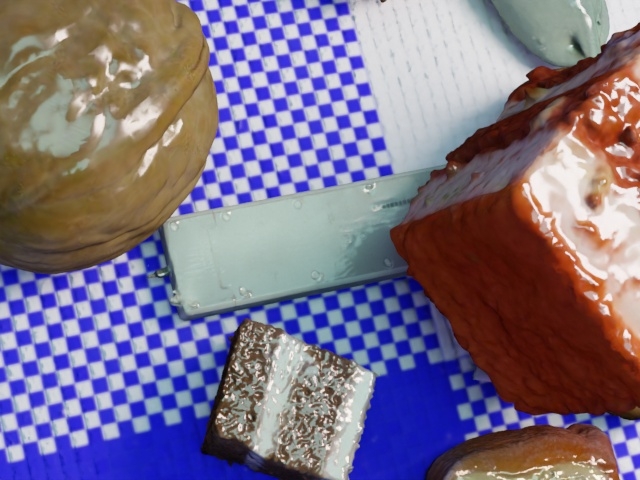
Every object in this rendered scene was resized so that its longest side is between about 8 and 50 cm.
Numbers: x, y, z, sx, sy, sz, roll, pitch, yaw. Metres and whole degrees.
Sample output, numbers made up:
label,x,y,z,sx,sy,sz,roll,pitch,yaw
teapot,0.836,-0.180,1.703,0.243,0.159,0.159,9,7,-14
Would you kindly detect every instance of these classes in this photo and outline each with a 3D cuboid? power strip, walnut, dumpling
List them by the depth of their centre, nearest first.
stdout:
label,x,y,z,sx,sy,sz,roll,pitch,yaw
walnut,-0.236,-0.125,1.406,0.277,0.252,0.313,43,62,0
power strip,0.000,0.000,1.534,0.367,0.043,0.106,-11,79,-15
dumpling,0.259,-0.285,1.626,0.149,0.105,0.216,-32,85,-17

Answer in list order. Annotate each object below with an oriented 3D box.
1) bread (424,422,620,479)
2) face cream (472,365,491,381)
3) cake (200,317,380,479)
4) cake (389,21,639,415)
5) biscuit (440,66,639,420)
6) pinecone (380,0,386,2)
label,x,y,z,sx,sy,sz,roll,pitch,yaw
bread,0.188,0.281,1.467,0.244,0.123,0.190,-8,80,-12
face cream,0.215,0.143,1.558,0.115,0.020,0.038,18,74,-6
cake,-0.030,0.161,1.440,0.147,0.135,0.134,15,75,-4
cake,0.271,-0.022,1.379,0.319,0.269,0.270,-44,99,-25
biscuit,0.284,-0.004,1.562,0.381,0.074,0.358,15,72,-17
pinecone,0.051,-0.375,1.546,0.273,0.224,0.224,31,72,1
